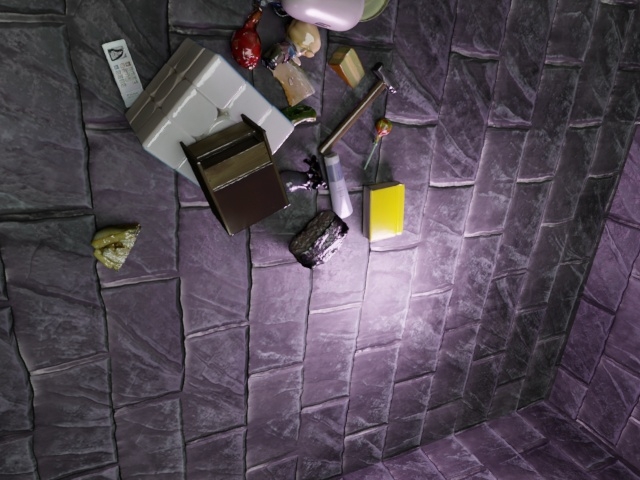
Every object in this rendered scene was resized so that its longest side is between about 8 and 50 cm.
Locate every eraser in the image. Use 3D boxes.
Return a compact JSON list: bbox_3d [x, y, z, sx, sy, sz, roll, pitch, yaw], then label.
[{"bbox_3d":[0.243,-0.113,1.824,0.157,0.069,0.226,-14,118,-24],"label":"eraser"}]

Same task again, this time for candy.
[{"bbox_3d":[0.200,-0.348,1.711,0.060,0.060,0.201,12,113,-32],"label":"candy"}]

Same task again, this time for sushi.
[{"bbox_3d":[0.000,0.000,1.709,0.225,0.124,0.127,-45,125,-4],"label":"sushi"}]

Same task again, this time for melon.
[{"bbox_3d":[-0.097,-0.520,1.476,0.097,0.054,0.182,-31,124,5],"label":"melon"}]

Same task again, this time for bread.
[{"bbox_3d":[-0.613,0.000,1.401,0.110,0.103,0.157,29,91,-23],"label":"bread"},{"bbox_3d":[0.104,-0.555,1.538,0.139,0.084,0.074,36,91,-36],"label":"bread"}]

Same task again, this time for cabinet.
[{"bbox_3d":[-0.206,-0.163,1.150,0.174,0.148,0.215,-30,133,-15],"label":"cabinet"}]

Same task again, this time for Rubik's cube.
[{"bbox_3d":[-0.304,-0.322,1.282,0.291,0.291,0.290,-51,132,3],"label":"Rubik's cube"}]

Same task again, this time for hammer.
[{"bbox_3d":[0.121,-0.439,1.628,0.365,0.043,0.111,-49,126,1],"label":"hammer"}]

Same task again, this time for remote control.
[{"bbox_3d":[-0.529,-0.448,1.274,0.065,0.029,0.166,-27,123,-23],"label":"remote control"}]

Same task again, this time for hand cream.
[{"bbox_3d":[0.064,-0.192,1.706,0.079,0.048,0.256,-22,125,-12],"label":"hand cream"}]

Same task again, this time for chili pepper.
[{"bbox_3d":[-0.105,-0.380,1.510,0.203,0.072,0.073,-26,124,-17],"label":"chili pepper"}]

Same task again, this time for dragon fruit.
[{"bbox_3d":[-0.211,-0.588,1.363,0.094,0.094,0.191,9,86,-31],"label":"dragon fruit"}]

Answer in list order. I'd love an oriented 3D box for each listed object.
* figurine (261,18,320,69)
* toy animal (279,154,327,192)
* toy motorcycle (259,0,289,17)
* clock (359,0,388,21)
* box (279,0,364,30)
[{"bbox_3d":[-0.083,-0.569,1.396,0.196,0.114,0.108,-48,136,-15],"label":"figurine"},{"bbox_3d":[-0.091,-0.205,1.610,0.209,0.121,0.117,-14,164,-4],"label":"toy animal"},{"bbox_3d":[-0.134,-0.735,1.324,0.221,0.102,0.150,26,119,-32],"label":"toy motorcycle"},{"bbox_3d":[0.123,-0.807,1.466,0.234,0.029,0.235,-12,117,-24],"label":"clock"},{"bbox_3d":[0.005,-0.768,1.283,0.288,0.141,0.350,-8,100,-43],"label":"box"}]
